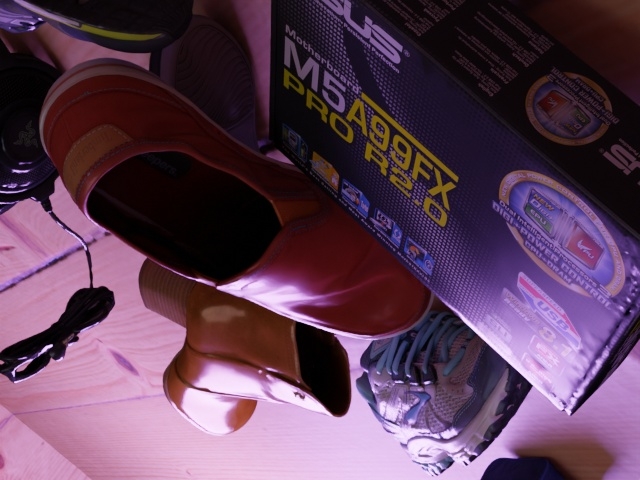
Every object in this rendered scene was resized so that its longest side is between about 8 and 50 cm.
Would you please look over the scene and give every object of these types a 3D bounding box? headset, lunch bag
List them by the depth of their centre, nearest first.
[{"bbox_3d":[-0.323,-0.074,1.110,0.394,0.185,0.243,55,153,-12],"label":"headset"},{"bbox_3d":[0.191,0.241,1.122,0.065,0.067,0.098,45,154,-19],"label":"lunch bag"}]

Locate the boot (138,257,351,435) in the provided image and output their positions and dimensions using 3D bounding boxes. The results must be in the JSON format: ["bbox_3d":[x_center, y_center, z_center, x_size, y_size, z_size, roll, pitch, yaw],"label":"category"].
[{"bbox_3d":[-0.058,0.138,1.232,0.211,0.104,0.295,22,148,31],"label":"boot"}]

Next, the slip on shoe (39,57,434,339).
[{"bbox_3d":[-0.045,-0.002,0.842,0.331,0.123,0.101,32,-155,-36],"label":"slip on shoe"}]

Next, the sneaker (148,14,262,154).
[{"bbox_3d":[-0.112,-0.092,0.917,0.118,0.083,0.222,31,153,26],"label":"sneaker"}]

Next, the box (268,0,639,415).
[{"bbox_3d":[0.082,-0.045,0.700,0.270,0.060,0.216,43,159,17],"label":"box"}]

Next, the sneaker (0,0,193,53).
[{"bbox_3d":[-0.194,-0.194,0.845,0.300,0.111,0.121,29,166,30],"label":"sneaker"}]

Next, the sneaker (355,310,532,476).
[{"bbox_3d":[0.090,0.108,0.975,0.122,0.110,0.283,39,156,5],"label":"sneaker"}]
